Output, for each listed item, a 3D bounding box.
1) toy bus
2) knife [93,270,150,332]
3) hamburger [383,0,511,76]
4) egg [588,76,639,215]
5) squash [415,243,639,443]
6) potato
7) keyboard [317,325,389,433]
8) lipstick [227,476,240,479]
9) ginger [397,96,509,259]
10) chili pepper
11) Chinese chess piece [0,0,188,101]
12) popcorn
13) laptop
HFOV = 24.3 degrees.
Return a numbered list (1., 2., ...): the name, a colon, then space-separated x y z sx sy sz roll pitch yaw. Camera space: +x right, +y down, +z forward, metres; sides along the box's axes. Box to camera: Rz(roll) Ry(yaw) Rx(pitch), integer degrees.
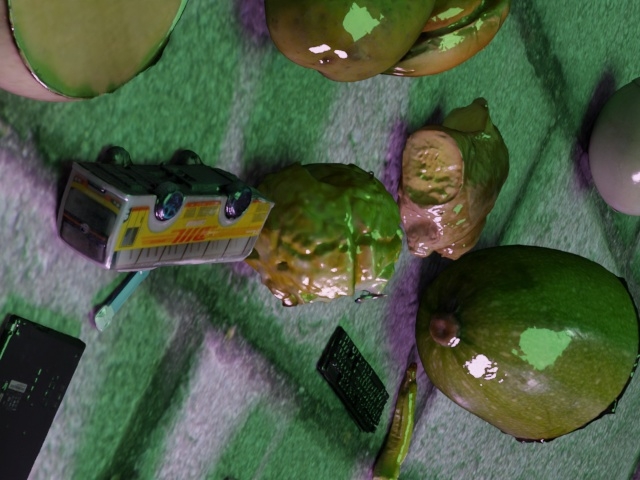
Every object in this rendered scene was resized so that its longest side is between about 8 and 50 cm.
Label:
1. toy bus: -0.154 -0.028 1.498 0.268 0.092 0.106 -3 120 -60
2. knife: -0.206 0.055 1.536 0.096 0.010 0.027 -53 146 -34
3. hamburger: 0.142 -0.281 1.783 0.283 0.156 0.144 -49 146 -38
4. egg: 0.556 -0.163 2.548 0.186 0.186 0.253 -20 127 -55
5. squash: 0.266 0.112 2.165 0.309 0.310 0.310 32 79 -47
6. potato: 0.036 -0.280 1.601 0.197 0.148 0.228 31 68 -48
7. keyboard: 0.051 0.197 2.061 0.072 0.023 0.231 -62 151 -19
8. lipstick: -0.169 0.462 1.781 0.371 0.079 0.076 -56 148 -24
9. ginger: 0.197 -0.087 2.032 0.270 0.123 0.219 -22 123 -54
10. chili pepper: 0.118 0.282 2.219 0.049 0.043 0.208 15 89 -36
11. Chinese chess piece: -0.212 -0.243 1.239 0.257 0.104 0.257 -38 138 -46
12. popcorn: 0.000 0.000 1.703 0.198 0.198 0.212 -44 176 -39
13. laptop: -0.298 0.168 1.439 0.129 0.016 0.180 32 80 -60
